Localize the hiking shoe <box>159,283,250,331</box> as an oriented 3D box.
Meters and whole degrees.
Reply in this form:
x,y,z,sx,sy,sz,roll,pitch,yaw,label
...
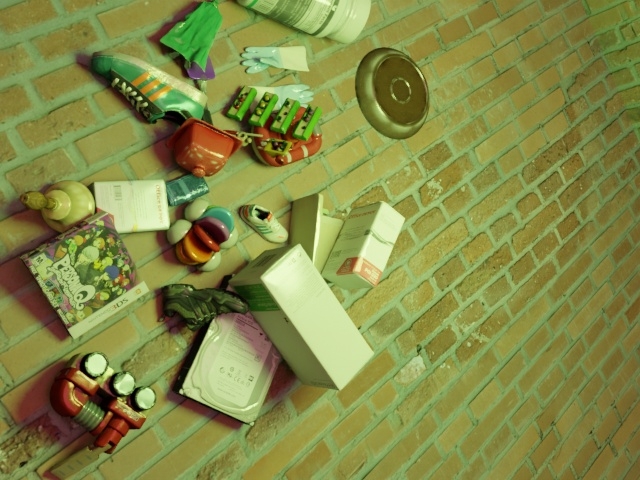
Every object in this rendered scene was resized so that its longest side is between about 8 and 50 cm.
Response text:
x,y,z,sx,sy,sz,roll,pitch,yaw,label
-0.293,0.177,1.663,0.226,0.086,0.114,9,91,7,hiking shoe

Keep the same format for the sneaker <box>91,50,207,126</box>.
x,y,z,sx,sy,sz,roll,pitch,yaw,label
-0.438,-0.369,1.650,0.302,0.108,0.121,22,78,-24,sneaker

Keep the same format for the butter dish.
x,y,z,sx,sy,sz,roll,pitch,yaw,label
-0.304,-0.216,1.676,0.160,0.159,0.118,23,55,-29,butter dish

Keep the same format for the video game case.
x,y,z,sx,sy,sz,roll,pitch,yaw,label
-0.540,0.080,1.520,0.210,0.041,0.232,-35,122,-26,video game case

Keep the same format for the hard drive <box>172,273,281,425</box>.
x,y,z,sx,sy,sz,roll,pitch,yaw,label
-0.216,0.290,1.744,0.236,0.064,0.339,33,67,-26,hard drive

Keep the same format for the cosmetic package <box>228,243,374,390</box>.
x,y,z,sx,sy,sz,roll,pitch,yaw,label
-0.048,0.201,1.712,0.155,0.196,0.366,-41,105,-30,cosmetic package

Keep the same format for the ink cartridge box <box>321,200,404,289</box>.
x,y,z,sx,sy,sz,roll,pitch,yaw,label
0.114,0.016,1.752,0.092,0.158,0.218,33,68,-25,ink cartridge box

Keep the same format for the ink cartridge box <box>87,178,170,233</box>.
x,y,z,sx,sy,sz,roll,pitch,yaw,label
-0.473,-0.080,1.613,0.175,0.072,0.128,-6,88,-33,ink cartridge box

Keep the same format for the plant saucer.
x,y,z,sx,sy,sz,roll,pitch,yaw,label
0.252,-0.489,2.149,0.310,0.050,0.311,4,83,-33,plant saucer

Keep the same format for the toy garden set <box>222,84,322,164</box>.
x,y,z,sx,sy,sz,roll,pitch,yaw,label
-0.147,-0.321,1.764,0.244,0.049,0.204,19,64,15,toy garden set

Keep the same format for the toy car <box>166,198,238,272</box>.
x,y,z,sx,sy,sz,roll,pitch,yaw,label
-0.291,-0.017,1.686,0.159,0.136,0.182,45,63,-20,toy car

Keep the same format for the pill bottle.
x,y,z,sx,sy,sz,roll,pitch,yaw,label
-0.047,-0.712,1.887,0.360,0.204,0.204,14,77,-32,pill bottle

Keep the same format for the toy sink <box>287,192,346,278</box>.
x,y,z,sx,sy,sz,roll,pitch,yaw,label
0.000,0.000,1.866,0.131,0.152,0.234,12,77,-32,toy sink

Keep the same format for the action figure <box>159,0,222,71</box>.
x,y,z,sx,sy,sz,roll,pitch,yaw,label
-0.328,-0.572,1.771,0.137,0.063,0.232,36,60,-23,action figure

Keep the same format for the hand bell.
x,y,z,sx,sy,sz,roll,pitch,yaw,label
-0.589,-0.081,1.419,0.126,0.242,0.126,0,89,-2,hand bell

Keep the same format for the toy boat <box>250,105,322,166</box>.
x,y,z,sx,sy,sz,roll,pitch,yaw,label
-0.079,-0.300,1.848,0.231,0.151,0.151,-25,98,-33,toy boat

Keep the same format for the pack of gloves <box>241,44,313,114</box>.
x,y,z,sx,sy,sz,roll,pitch,yaw,label
-0.115,-0.477,1.910,0.232,0.046,0.195,-13,91,-33,pack of gloves

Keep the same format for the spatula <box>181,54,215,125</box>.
x,y,z,sx,sy,sz,roll,pitch,yaw,label
-0.313,-0.378,1.777,0.084,0.030,0.297,-10,90,-34,spatula

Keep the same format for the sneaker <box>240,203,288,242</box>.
x,y,z,sx,sy,sz,roll,pitch,yaw,label
-0.146,-0.047,1.820,0.161,0.075,0.057,39,66,-23,sneaker

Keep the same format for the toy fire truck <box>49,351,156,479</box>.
x,y,z,sx,sy,sz,roll,pitch,yaw,label
-0.535,0.407,1.489,0.217,0.158,0.246,43,53,-22,toy fire truck

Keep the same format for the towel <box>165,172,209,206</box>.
x,y,z,sx,sy,sz,roll,pitch,yaw,label
-0.353,-0.136,1.717,0.119,0.029,0.067,-26,85,-33,towel
